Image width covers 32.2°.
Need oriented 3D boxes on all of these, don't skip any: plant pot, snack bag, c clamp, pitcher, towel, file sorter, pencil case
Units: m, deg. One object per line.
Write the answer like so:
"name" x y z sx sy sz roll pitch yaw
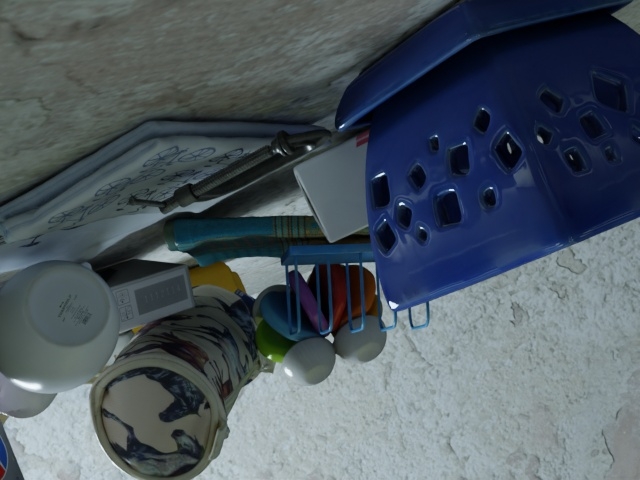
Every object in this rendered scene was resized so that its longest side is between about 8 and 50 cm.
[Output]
"plant pot" 0.167 -0.090 0.953 0.236 0.212 0.236 -19 173 -36
"snack bag" -0.193 -0.029 1.034 0.342 0.037 0.323 -24 175 24
"c clamp" -0.068 -0.059 0.959 0.160 0.022 0.137 -26 173 14
"pitcher" -0.269 0.078 1.135 0.207 0.125 0.178 -42 -156 57
"towel" 0.000 0.000 1.427 0.370 0.040 0.271 -1 174 2
"file sorter" 0.042 0.061 1.370 0.170 0.105 0.118 -2 172 -8
"pencil case" -0.167 0.174 1.434 0.183 0.160 0.410 6 -169 4

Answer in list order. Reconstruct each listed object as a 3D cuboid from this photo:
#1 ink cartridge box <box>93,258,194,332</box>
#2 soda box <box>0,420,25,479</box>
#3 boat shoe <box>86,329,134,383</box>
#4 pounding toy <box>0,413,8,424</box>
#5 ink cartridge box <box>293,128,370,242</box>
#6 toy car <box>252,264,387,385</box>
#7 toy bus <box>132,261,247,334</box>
"ink cartridge box" -0.356 0.092 1.437 0.296 0.066 0.261 -18 -167 -39
"soda box" -0.381 0.181 1.098 0.083 0.263 0.092 -23 179 22
"boat shoe" -0.400 0.170 1.540 0.302 0.103 0.113 -8 -171 12
"pounding toy" -0.532 0.242 1.615 0.206 0.181 0.094 -24 130 12
"ink cartridge box" 0.085 -0.084 1.188 0.158 0.092 0.218 -24 -175 20
"toy car" -0.005 0.091 1.482 0.182 0.159 0.136 -22 137 -11
"toy bus" -0.253 0.116 1.915 0.332 0.108 0.130 -16 171 -47
